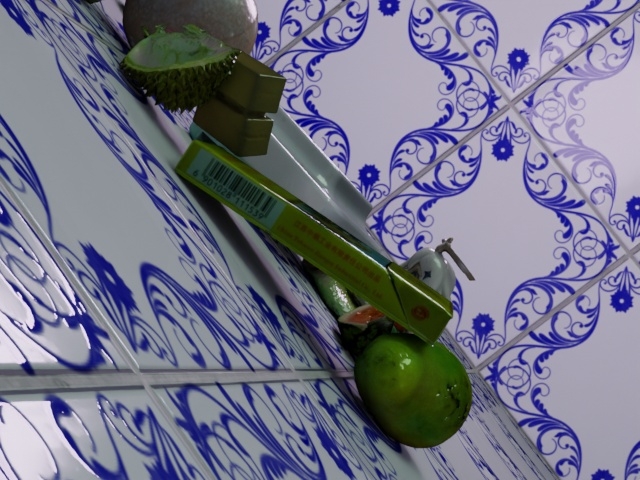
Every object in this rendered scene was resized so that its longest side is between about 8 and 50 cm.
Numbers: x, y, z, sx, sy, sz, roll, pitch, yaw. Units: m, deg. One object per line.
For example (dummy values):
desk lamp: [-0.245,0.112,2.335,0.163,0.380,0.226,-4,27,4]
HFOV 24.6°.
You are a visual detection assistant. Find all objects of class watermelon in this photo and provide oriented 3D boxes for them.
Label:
watermelon: [0.054,0.109,1.835,0.069,0.087,0.163,21,4,0]

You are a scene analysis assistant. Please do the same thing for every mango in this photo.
mango: [0.103,0.164,1.616,0.125,0.111,0.233,50,6,17]

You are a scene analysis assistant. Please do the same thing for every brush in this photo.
brush: [-0.135,-0.194,1.757,0.047,0.103,0.233,-3,29,-41]

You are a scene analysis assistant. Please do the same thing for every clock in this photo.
clock: [-0.028,-0.082,1.957,0.231,0.116,0.262,43,2,23]

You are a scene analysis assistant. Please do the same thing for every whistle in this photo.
whistle: [-0.158,-0.322,1.987,0.189,0.189,0.348,50,31,-23]

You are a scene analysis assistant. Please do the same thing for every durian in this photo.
durian: [-0.175,-0.207,1.735,0.215,0.100,0.086,20,-21,48]

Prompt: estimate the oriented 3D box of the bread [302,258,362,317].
bread: [0.053,0.105,2.026,0.228,0.033,0.228,50,4,-5]

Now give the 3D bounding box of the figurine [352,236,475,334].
figurine: [0.136,0.066,1.987,0.132,0.153,0.132,52,6,-7]

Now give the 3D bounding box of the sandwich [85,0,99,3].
sandwich: [-0.310,-0.401,1.852,0.185,0.109,0.160,49,8,-33]

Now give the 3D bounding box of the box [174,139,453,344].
box: [0.000,0.000,1.632,0.335,0.047,0.187,35,3,3]
